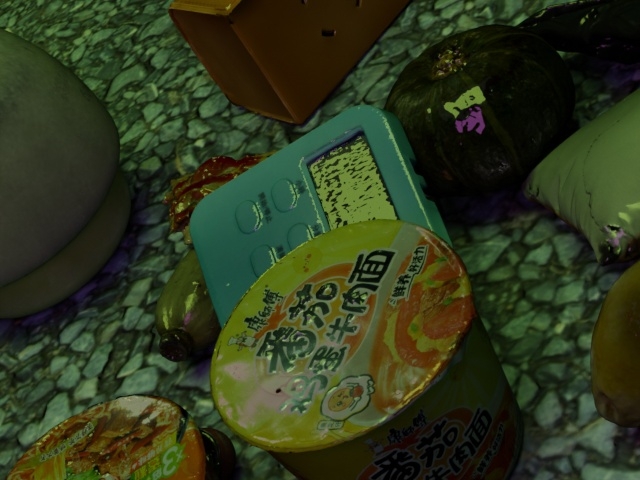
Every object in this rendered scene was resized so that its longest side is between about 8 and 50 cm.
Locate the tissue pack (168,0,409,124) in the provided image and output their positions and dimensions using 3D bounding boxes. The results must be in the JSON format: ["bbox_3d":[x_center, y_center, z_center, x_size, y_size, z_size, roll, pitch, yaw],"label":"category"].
[{"bbox_3d":[-0.028,-0.312,1.995,0.145,0.194,0.274,17,59,49],"label":"tissue pack"}]

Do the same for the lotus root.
[{"bbox_3d":[-0.130,0.067,1.757,0.090,0.077,0.183,-11,38,37],"label":"lotus root"}]

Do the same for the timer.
[{"bbox_3d":[0.000,0.000,1.629,0.250,0.091,0.231,-38,54,25],"label":"timer"}]

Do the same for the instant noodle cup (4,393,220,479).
[{"bbox_3d":[-0.167,0.286,1.473,0.230,0.182,0.230,-19,41,18],"label":"instant noodle cup"}]

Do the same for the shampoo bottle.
[{"bbox_3d":[-0.406,-0.088,1.920,0.323,0.317,0.322,-17,41,16],"label":"shampoo bottle"}]

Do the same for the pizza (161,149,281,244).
[{"bbox_3d":[-0.126,-0.055,1.849,0.188,0.062,0.199,-16,20,24],"label":"pizza"}]

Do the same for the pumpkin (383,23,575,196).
[{"bbox_3d":[0.168,-0.136,1.700,0.224,0.157,0.223,-28,20,11],"label":"pumpkin"}]

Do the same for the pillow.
[{"bbox_3d":[0.354,-0.096,1.520,0.310,0.119,0.312,-31,13,0],"label":"pillow"}]

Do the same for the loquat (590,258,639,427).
[{"bbox_3d":[0.316,0.084,1.380,0.195,0.152,0.152,-42,39,-2],"label":"loquat"}]

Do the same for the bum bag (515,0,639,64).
[{"bbox_3d":[0.327,-0.223,1.667,0.137,0.074,0.310,-6,9,-21],"label":"bum bag"}]

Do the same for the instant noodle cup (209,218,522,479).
[{"bbox_3d":[0.054,0.140,1.456,0.264,0.200,0.264,-19,41,18],"label":"instant noodle cup"}]

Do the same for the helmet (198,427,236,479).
[{"bbox_3d":[-0.117,0.225,1.609,0.084,0.049,0.065,-43,69,29],"label":"helmet"}]
